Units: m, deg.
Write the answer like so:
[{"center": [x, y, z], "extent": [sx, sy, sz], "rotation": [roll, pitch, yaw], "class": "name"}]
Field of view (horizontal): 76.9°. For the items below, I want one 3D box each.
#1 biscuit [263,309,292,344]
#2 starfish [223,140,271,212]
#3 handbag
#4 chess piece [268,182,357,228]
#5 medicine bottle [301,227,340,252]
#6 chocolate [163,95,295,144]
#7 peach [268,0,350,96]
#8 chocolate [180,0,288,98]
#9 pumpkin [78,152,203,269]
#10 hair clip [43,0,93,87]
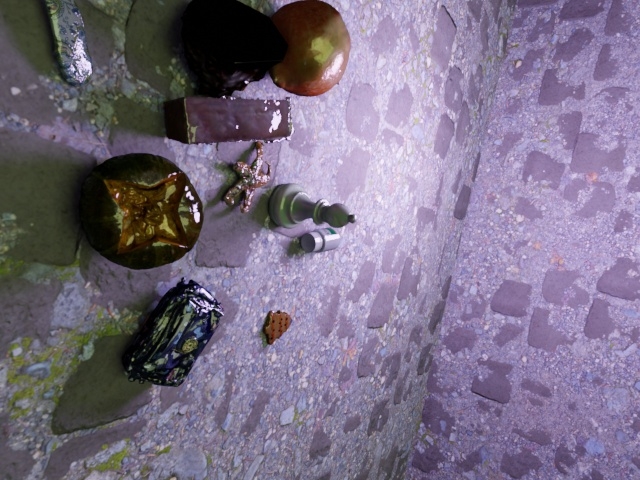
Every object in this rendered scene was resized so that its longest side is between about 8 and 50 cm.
[{"center": [-0.137, 0.277, 1.327], "extent": [0.129, 0.019, 0.120], "rotation": [-14, 113, -50], "class": "biscuit"}, {"center": [-0.195, -0.175, 1.095], "extent": [0.150, 0.053, 0.210], "rotation": [34, 69, -64], "class": "starfish"}, {"center": [-0.348, 0.227, 0.965], "extent": [0.162, 0.113, 0.260], "rotation": [42, 75, -43], "class": "handbag"}, {"center": [-0.010, -0.083, 1.163], "extent": [0.139, 0.271, 0.139], "rotation": [-23, 120, -48], "class": "chess piece"}, {"center": [0.000, 0.000, 1.361], "extent": [0.130, 0.080, 0.081], "rotation": [-9, 108, -51], "class": "medicine bottle"}, {"center": [-0.211, -0.289, 0.973], "extent": [0.321, 0.111, 0.112], "rotation": [-20, 116, -46], "class": "chocolate"}, {"center": [-0.045, -0.477, 1.037], "extent": [0.257, 0.232, 0.232], "rotation": [-49, 136, -17], "class": "peach"}, {"center": [-0.221, -0.414, 0.925], "extent": [0.224, 0.207, 0.177], "rotation": [-21, 163, -36], "class": "chocolate"}, {"center": [-0.360, -0.057, 0.816], "extent": [0.237, 0.159, 0.238], "rotation": [-3, 96, -31], "class": "pumpkin"}, {"center": [-0.448, -0.386, 0.693], "extent": [0.066, 0.036, 0.230], "rotation": [-39, 130, -47], "class": "hair clip"}]
